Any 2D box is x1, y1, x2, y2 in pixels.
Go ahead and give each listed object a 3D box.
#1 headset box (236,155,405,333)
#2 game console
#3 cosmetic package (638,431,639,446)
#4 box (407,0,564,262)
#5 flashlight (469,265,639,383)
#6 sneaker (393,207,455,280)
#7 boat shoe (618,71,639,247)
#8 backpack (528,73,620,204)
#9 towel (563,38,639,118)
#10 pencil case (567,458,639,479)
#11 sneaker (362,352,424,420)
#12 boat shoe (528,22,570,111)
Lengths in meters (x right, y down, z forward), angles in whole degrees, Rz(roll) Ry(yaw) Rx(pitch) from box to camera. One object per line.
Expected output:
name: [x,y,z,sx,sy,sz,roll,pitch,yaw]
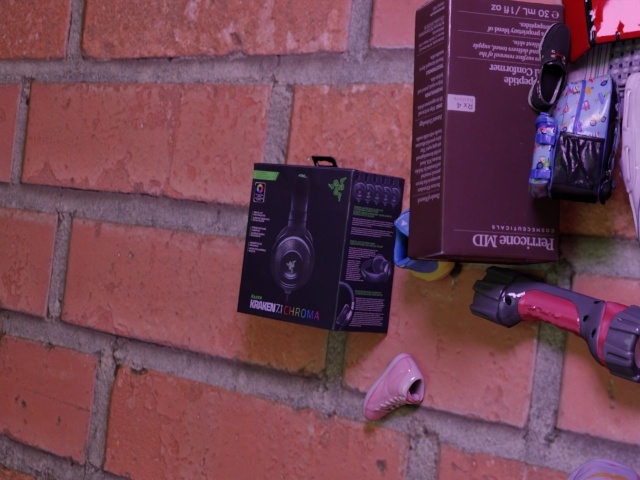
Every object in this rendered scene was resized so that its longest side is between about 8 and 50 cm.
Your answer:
headset box: [0.000,0.000,2.298,0.246,0.131,0.283,8,91,46]
game console: [0.402,-0.337,1.941,0.124,0.085,0.144,-7,78,16]
cosmetic package: [0.510,0.338,1.668,0.138,0.224,0.224,-8,80,45]
box: [0.240,-0.158,1.999,0.143,0.191,0.381,173,99,-72]
flashlight: [0.346,0.115,1.949,0.304,0.103,0.103,16,93,44]
sneaker: [0.192,-0.040,2.106,0.091,0.126,0.240,43,116,39]
boat shoe: [0.452,-0.103,1.861,0.084,0.095,0.258,14,104,52]
backpack: [0.353,-0.143,1.876,0.117,0.158,0.173,7,88,10]
towel: [0.458,-0.325,1.913,0.312,0.056,0.324,1,87,46]
pencil case: [0.367,0.367,1.775,0.113,0.273,0.124,17,95,11]
sneaker: [0.120,0.253,2.203,0.134,0.051,0.070,-58,45,20]
boat shoe: [0.333,-0.248,1.942,0.042,0.049,0.133,-13,58,70]
